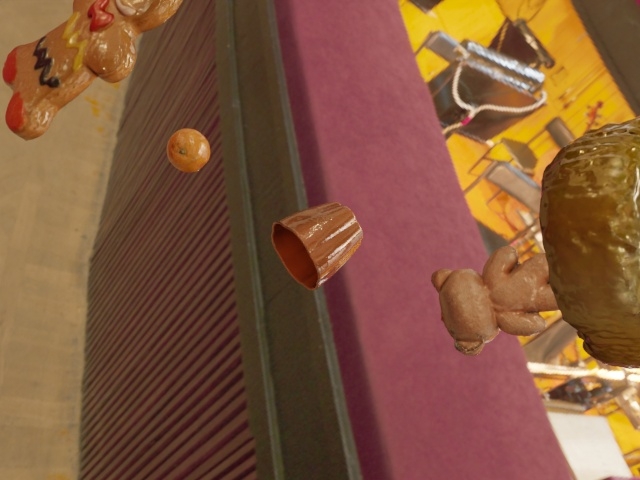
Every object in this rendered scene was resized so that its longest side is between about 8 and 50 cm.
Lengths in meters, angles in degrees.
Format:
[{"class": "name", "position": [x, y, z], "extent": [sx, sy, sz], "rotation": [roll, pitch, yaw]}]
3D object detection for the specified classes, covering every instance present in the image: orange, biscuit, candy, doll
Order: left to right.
[{"class": "biscuit", "position": [-0.257, -0.227, 0.674], "extent": [0.036, 0.250, 0.165], "rotation": [44, 17, -56]}, {"class": "orange", "position": [-0.251, -0.171, 1.152], "extent": [0.084, 0.083, 0.083], "rotation": [23, 43, -23]}, {"class": "doll", "position": [0.403, 0.120, 1.295], "extent": [0.156, 0.304, 0.201], "rotation": [45, 29, -67]}, {"class": "candy", "position": [0.327, 0.005, 0.620], "extent": [0.260, 0.118, 0.259], "rotation": [4, 83, -37]}]

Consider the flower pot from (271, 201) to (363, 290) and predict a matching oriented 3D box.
[{"class": "flower pot", "position": [0.000, 0.000, 1.482], "extent": [0.173, 0.190, 0.190], "rotation": [-32, 77, -27]}]

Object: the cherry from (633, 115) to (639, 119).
[{"class": "cherry", "position": [0.746, -0.170, 1.240], "extent": [0.218, 0.296, 0.255], "rotation": [47, 25, -29]}]
